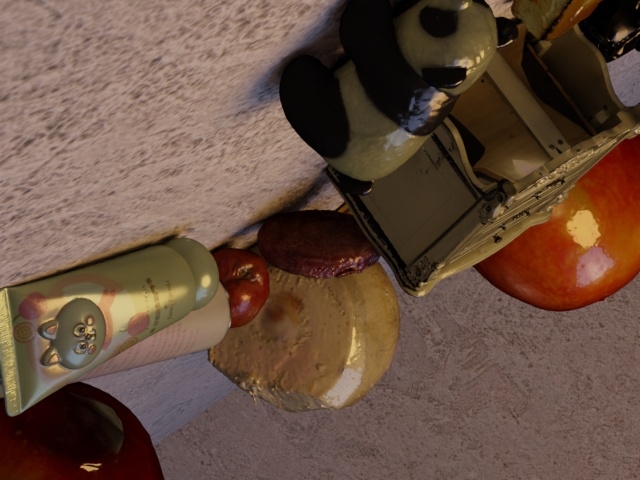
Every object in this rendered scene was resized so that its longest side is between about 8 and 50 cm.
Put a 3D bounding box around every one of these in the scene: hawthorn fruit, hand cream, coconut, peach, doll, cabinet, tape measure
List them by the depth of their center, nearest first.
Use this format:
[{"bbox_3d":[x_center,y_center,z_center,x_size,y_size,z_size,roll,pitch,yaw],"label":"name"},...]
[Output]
[{"bbox_3d":[0.070,-0.157,0.987,0.234,0.135,0.143,-45,169,32],"label":"doll"},{"bbox_3d":[-0.243,0.076,1.193,0.305,0.093,0.147,-25,123,-48],"label":"hand cream"},{"bbox_3d":[-0.276,0.119,1.326,0.358,0.118,0.185,-14,161,-45],"label":"hand cream"},{"bbox_3d":[0.220,-0.125,1.372,0.289,0.228,0.318,-28,169,-26],"label":"cabinet"},{"bbox_3d":[-0.375,0.343,1.377,0.310,0.335,0.406,-57,157,18],"label":"peach"},{"bbox_3d":[0.447,-0.333,1.475,0.199,0.112,0.186,-34,173,8],"label":"tape measure"},{"bbox_3d":[-0.130,0.069,1.503,0.128,0.128,0.128,-33,171,-6],"label":"hawthorn fruit"},{"bbox_3d":[-0.016,0.131,1.663,0.297,0.297,0.254,-36,168,13],"label":"coconut"},{"bbox_3d":[0.391,-0.063,1.744,0.388,0.388,0.388,-33,171,-6],"label":"peach"}]

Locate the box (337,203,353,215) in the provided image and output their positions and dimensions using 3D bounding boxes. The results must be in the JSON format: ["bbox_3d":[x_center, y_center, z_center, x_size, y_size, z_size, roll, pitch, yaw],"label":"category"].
[{"bbox_3d":[0.144,-0.062,1.885,0.193,0.084,0.301,-39,170,27],"label":"box"}]

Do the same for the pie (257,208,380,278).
[{"bbox_3d":[0.000,0.000,1.494,0.182,0.182,0.050,-24,125,-47],"label":"pie"}]

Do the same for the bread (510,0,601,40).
[{"bbox_3d":[0.298,-0.304,1.216,0.128,0.069,0.140,-32,167,-21],"label":"bread"}]
